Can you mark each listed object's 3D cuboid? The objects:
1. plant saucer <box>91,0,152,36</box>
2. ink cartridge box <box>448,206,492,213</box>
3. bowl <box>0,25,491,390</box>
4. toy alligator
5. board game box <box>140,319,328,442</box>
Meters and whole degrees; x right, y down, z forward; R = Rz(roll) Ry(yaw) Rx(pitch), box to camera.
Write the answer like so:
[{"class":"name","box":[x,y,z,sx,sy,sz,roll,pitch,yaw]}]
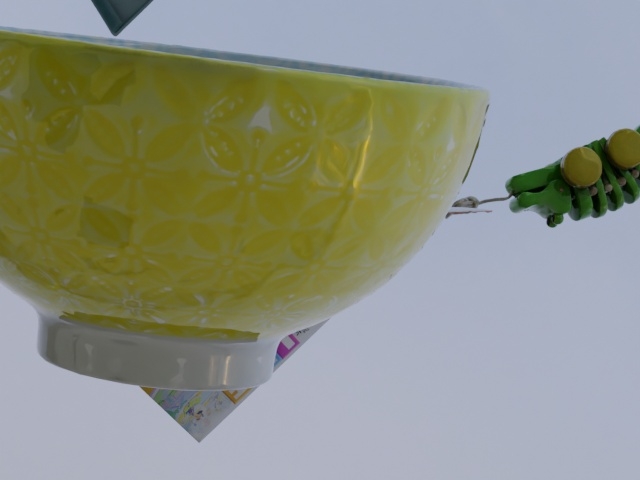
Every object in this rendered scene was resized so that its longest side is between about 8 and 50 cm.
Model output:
[{"class":"plant saucer","box":[-0.122,-0.232,1.392,0.192,0.018,0.067,-35,-94,45]},{"class":"ink cartridge box","box":[0.000,0.000,1.089,0.179,0.145,0.045,-171,-99,-65]},{"class":"bowl","box":[-0.071,-0.016,0.869,0.289,0.289,0.156,10,-83,23]},{"class":"toy alligator","box":[0.175,-0.034,1.283,0.051,0.190,0.056,66,-17,5]},{"class":"board game box","box":[-0.064,0.063,1.312,0.026,0.154,0.103,42,-5,46]}]
